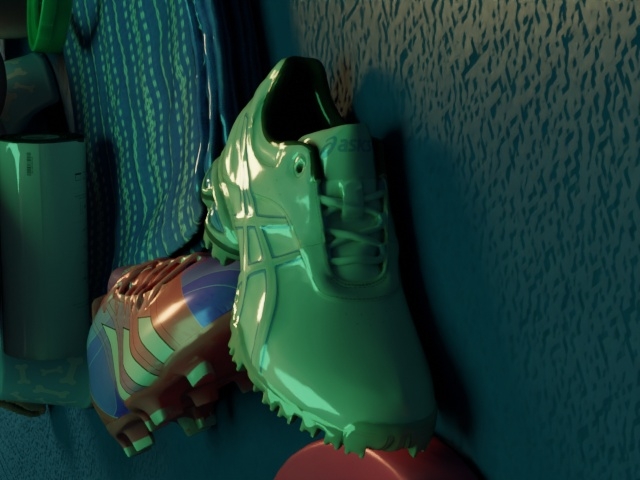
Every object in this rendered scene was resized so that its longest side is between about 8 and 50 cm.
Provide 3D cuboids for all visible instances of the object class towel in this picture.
[{"bbox_3d":[-0.105,-0.093,0.828,0.336,0.040,0.243,147,117,-66],"label":"towel"}]

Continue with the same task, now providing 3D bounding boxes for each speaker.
[{"bbox_3d":[-0.169,0.004,0.908,0.055,0.055,0.136,-154,62,-65],"label":"speaker"}]

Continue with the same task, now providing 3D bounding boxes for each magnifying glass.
[{"bbox_3d":[-0.160,-0.232,0.916,0.092,0.026,0.231,-149,62,-70],"label":"magnifying glass"}]

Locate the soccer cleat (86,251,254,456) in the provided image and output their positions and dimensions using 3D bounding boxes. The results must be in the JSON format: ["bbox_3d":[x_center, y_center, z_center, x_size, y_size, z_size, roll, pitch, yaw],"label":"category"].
[{"bbox_3d":[-0.072,0.041,0.714,0.095,0.083,0.248,66,160,10],"label":"soccer cleat"}]

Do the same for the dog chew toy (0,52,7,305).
[{"bbox_3d":[-0.291,-0.032,0.958,0.206,0.206,0.332,114,168,-51],"label":"dog chew toy"}]

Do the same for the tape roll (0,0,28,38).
[{"bbox_3d":[-0.262,-0.346,1.121,0.392,0.072,0.392,175,90,-69],"label":"tape roll"}]

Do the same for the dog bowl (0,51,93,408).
[{"bbox_3d":[-0.231,-0.008,1.117,0.166,0.074,0.297,114,144,-50],"label":"dog bowl"}]

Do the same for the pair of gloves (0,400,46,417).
[{"bbox_3d":[-0.301,0.023,1.193,0.240,0.042,0.204,45,-161,-55],"label":"pair of gloves"}]

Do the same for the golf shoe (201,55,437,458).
[{"bbox_3d":[0.000,0.000,0.554,0.176,0.069,0.086,61,143,43],"label":"golf shoe"}]

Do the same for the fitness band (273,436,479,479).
[{"bbox_3d":[0.036,0.211,0.536,0.209,0.054,0.291,126,136,-63],"label":"fitness band"}]
